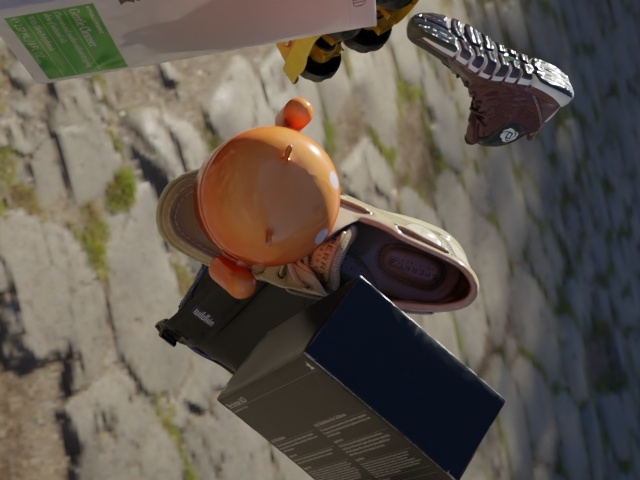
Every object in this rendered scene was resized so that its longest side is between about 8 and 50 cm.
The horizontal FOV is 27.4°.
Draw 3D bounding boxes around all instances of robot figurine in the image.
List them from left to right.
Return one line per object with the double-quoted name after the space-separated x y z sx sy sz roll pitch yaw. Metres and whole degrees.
-0.051 -0.037 1.197 0.128 0.158 0.219 57 -7 -5 "robot figurine"

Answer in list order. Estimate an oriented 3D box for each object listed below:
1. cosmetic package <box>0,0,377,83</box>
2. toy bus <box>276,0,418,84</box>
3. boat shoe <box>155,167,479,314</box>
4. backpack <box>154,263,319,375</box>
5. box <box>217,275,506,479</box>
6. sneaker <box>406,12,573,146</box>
-0.134 -0.283 1.293 0.197 0.365 0.155 71 11 -76 "cosmetic package"
0.003 -0.347 1.756 0.220 0.149 0.211 -36 83 -27 "toy bus"
0.000 0.000 1.356 0.110 0.341 0.122 -125 -133 -77 "boat shoe"
-0.030 0.062 1.682 0.276 0.263 0.213 29 37 1 "backpack"
0.031 0.155 1.276 0.184 0.261 0.103 38 64 -8 "box"
0.231 -0.224 1.996 0.281 0.162 0.106 23 33 -13 "sneaker"
